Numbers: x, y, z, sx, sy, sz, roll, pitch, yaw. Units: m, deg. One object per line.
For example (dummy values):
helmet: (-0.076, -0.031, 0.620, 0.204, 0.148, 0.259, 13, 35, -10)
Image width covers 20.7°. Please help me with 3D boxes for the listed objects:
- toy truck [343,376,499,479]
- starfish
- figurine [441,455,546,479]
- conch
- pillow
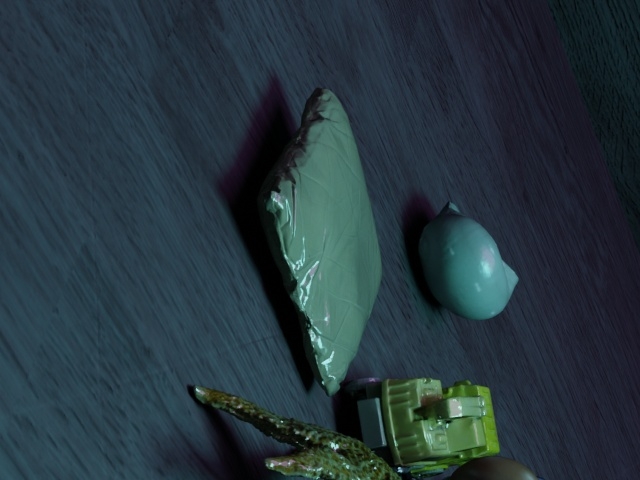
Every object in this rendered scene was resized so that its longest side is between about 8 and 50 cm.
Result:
toy truck: (0.141, 0.230, 2.189, 0.272, 0.157, 0.124, 21, 59, -65)
starfish: (0.038, 0.255, 1.780, 0.347, 0.078, 0.358, 43, 0, 21)
figurine: (0.215, 0.403, 2.159, 0.388, 0.248, 0.276, 7, 75, -63)
conch: (0.209, 0.028, 2.528, 0.221, 0.121, 0.184, 36, 42, -70)
pillow: (0.000, -0.002, 2.074, 0.274, 0.076, 0.280, -65, 144, -54)
